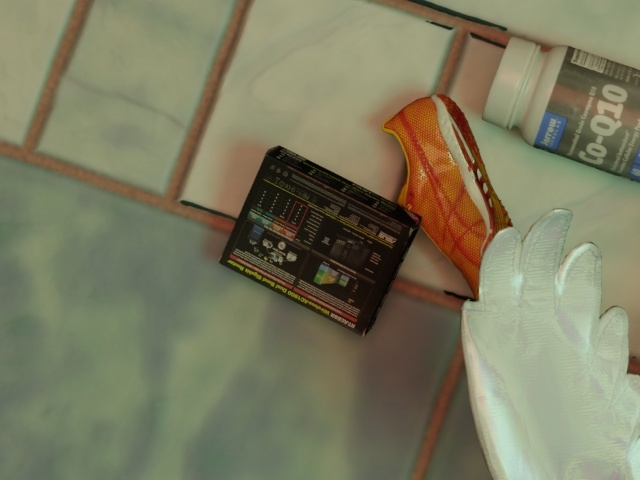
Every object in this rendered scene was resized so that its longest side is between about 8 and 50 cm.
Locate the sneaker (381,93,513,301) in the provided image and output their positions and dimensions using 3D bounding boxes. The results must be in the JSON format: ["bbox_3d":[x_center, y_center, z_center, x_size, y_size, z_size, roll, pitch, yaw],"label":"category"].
[{"bbox_3d":[0.097,-0.018,1.313,0.067,0.064,0.175,-25,76,21],"label":"sneaker"}]

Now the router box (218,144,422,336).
[{"bbox_3d":[0.000,0.000,1.299,0.122,0.038,0.092,27,109,7],"label":"router box"}]

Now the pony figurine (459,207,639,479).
[{"bbox_3d":[0.241,0.166,1.115,0.303,0.363,0.351,-3,81,3],"label":"pony figurine"}]

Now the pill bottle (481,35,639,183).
[{"bbox_3d":[0.191,-0.095,1.303,0.137,0.078,0.078,19,82,6],"label":"pill bottle"}]
